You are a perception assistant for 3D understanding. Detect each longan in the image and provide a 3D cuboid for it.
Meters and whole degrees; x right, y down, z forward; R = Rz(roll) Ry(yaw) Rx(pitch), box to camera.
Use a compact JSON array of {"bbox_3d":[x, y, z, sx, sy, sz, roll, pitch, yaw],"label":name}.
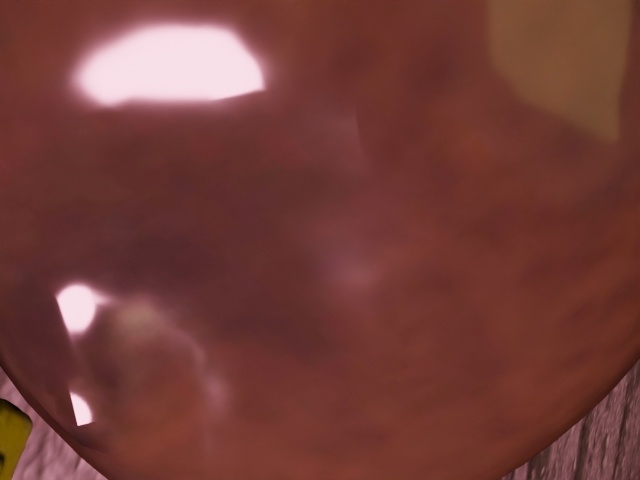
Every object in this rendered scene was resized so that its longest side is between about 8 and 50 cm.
[{"bbox_3d":[-0.003,-0.075,0.530,0.288,0.288,0.350,-49,131,-48],"label":"longan"}]

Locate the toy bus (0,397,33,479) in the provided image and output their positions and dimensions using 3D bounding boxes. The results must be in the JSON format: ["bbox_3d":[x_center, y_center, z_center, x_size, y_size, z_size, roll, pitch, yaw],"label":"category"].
[{"bbox_3d":[-0.193,0.155,0.462,0.301,0.113,0.139,-68,153,-13],"label":"toy bus"}]
